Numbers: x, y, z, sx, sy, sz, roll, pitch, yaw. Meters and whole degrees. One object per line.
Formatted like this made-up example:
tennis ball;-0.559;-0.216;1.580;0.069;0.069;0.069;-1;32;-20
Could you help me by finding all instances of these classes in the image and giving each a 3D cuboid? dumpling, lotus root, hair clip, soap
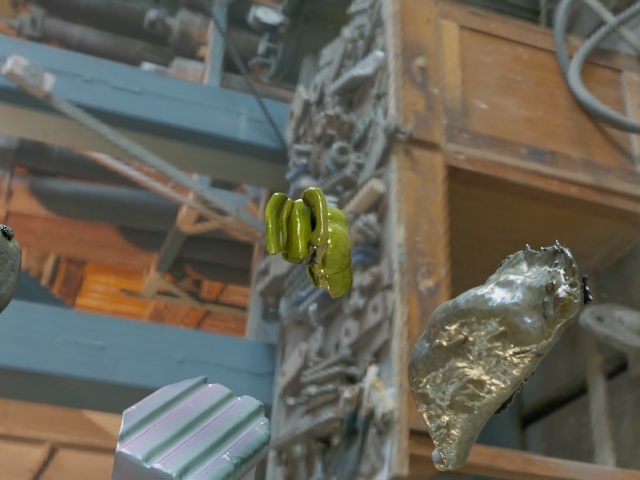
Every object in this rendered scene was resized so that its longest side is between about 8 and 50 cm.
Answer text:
dumpling;0.155;0.093;1.055;0.332;0.086;0.166;117;155;-46
lotus root;-0.351;0.038;1.065;0.165;0.088;0.088;-95;23;-56
hair clip;0.000;0.000;0.808;0.173;0.046;0.072;50;-144;-72
soap;-0.094;0.153;0.750;0.149;0.100;0.056;-29;-42;-67
